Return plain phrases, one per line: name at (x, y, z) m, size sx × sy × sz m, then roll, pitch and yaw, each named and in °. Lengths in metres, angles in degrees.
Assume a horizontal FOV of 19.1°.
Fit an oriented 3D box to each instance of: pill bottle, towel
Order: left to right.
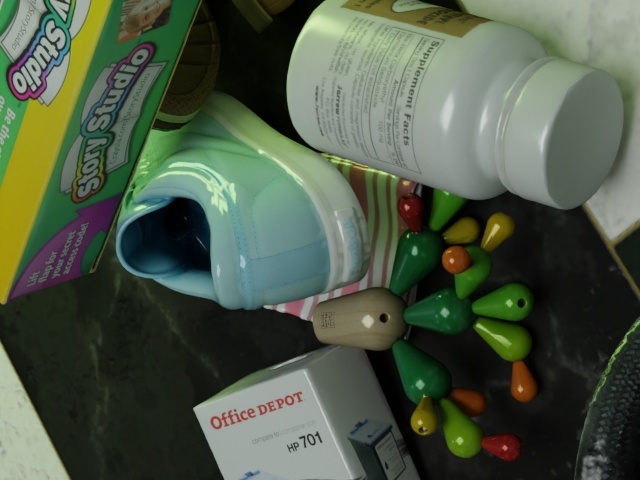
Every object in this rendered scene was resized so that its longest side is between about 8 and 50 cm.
towel at (0.000, 0.000, 1.562) m, size 0.197 × 0.029 × 0.144 m, roll 15°, pitch 106°, yaw 38°
pill bottle at (0.099, -0.101, 1.391) m, size 0.229 × 0.131 × 0.131 m, roll 20°, pitch 110°, yaw 37°

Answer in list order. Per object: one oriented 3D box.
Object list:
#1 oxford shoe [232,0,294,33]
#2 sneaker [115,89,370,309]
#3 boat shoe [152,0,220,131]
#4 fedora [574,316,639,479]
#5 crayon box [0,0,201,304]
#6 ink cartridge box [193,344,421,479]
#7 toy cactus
oxford shoe at (-0.074, -0.270, 1.569) m, size 0.076 × 0.076 × 0.212 m, roll -36°, pitch 67°, yaw 7°
sneaker at (-0.113, -0.036, 1.519) m, size 0.366 × 0.150 × 0.135 m, roll 21°, pitch 121°, yaw 58°
boat shoe at (-0.143, -0.170, 1.579) m, size 0.257 × 0.095 × 0.095 m, roll -98°, pitch 30°, yaw -44°
fedora at (0.277, 0.178, 1.238) m, size 0.152 × 0.334 × 0.334 m, roll 166°, pitch 92°, yaw -72°
crayon box at (-0.247, -0.190, 1.421) m, size 0.313 × 0.106 × 0.363 m, roll 45°, pitch 132°, yaw 22°
ink cartridge box at (0.000, 0.193, 1.545) m, size 0.139 × 0.082 × 0.191 m, roll -23°, pitch 93°, yaw 41°
toy cactus at (0.075, 0.062, 1.447) m, size 0.180 × 0.112 × 0.219 m, roll -6°, pitch 96°, yaw 31°
